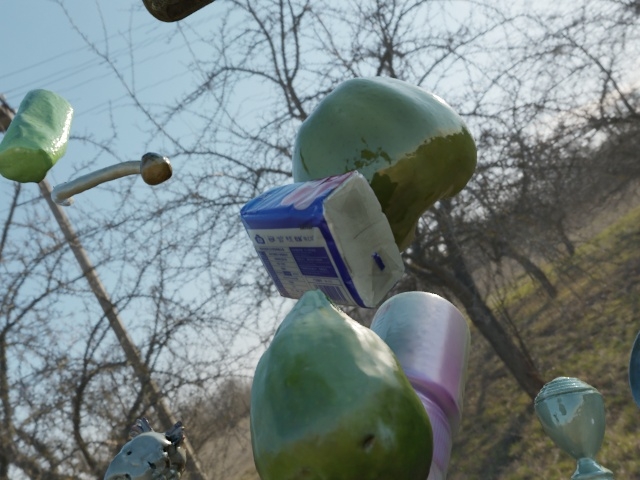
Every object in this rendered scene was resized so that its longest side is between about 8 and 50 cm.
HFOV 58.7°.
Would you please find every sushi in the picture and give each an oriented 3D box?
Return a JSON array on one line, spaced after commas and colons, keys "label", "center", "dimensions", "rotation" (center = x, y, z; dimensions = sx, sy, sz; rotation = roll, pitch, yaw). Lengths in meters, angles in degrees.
[{"label": "sushi", "center": [-0.342, 0.488, 1.023], "dimensions": [0.130, 0.124, 0.332], "rotation": [88, -166, -47]}]

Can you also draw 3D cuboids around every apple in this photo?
[{"label": "apple", "center": [0.103, -0.164, 1.189], "dimensions": [0.320, 0.360, 0.312], "rotation": [-27, -30, -31]}]

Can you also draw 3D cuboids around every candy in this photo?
[{"label": "candy", "center": [-0.735, -0.275, 1.481], "dimensions": [0.132, 0.344, 0.142], "rotation": [-40, -55, 18]}]

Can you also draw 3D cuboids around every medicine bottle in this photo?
[{"label": "medicine bottle", "center": [0.166, 0.288, 1.095], "dimensions": [0.219, 0.219, 0.388], "rotation": [-38, 12, 32]}]

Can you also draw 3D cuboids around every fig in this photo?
[{"label": "fig", "center": [0.005, 0.150, 0.548], "dimensions": [0.167, 0.234, 0.167], "rotation": [-20, -16, -6]}]

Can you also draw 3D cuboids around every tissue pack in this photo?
[{"label": "tissue pack", "center": [0.000, 0.000, 0.997], "dimensions": [0.137, 0.209, 0.269], "rotation": [-35, 18, -32]}]

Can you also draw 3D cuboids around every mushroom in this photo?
[{"label": "mushroom", "center": [-0.293, -0.068, 0.724], "dimensions": [0.306, 0.043, 0.068], "rotation": [-7, -21, 41]}]

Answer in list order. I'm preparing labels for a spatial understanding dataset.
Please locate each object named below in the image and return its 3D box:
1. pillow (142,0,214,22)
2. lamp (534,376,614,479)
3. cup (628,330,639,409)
[{"label": "pillow", "center": [-0.162, -0.339, 0.577], "dimensions": [0.130, 0.033, 0.218], "rotation": [-31, -45, -5]}, {"label": "lamp", "center": [0.407, 0.309, 0.894], "dimensions": [0.106, 0.193, 0.106], "rotation": [-6, -32, -4]}, {"label": "cup", "center": [0.720, 0.257, 1.098], "dimensions": [0.149, 0.199, 0.199], "rotation": [12, -13, 2]}]
